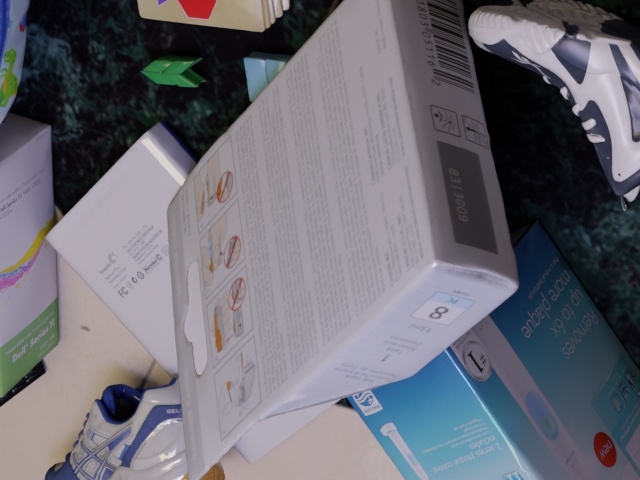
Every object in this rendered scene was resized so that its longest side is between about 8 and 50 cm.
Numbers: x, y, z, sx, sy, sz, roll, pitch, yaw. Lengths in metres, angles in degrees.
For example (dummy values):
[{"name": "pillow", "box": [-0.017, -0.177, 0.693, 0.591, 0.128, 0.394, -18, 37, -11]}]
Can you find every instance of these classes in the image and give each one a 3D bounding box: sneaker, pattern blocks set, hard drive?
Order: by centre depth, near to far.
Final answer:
[{"name": "sneaker", "box": [0.224, -0.103, 1.348, 0.235, 0.094, 0.153, 13, 115, 13]}, {"name": "pattern blocks set", "box": [-0.108, -0.279, 1.489, 0.285, 0.026, 0.325, 18, 125, 22]}, {"name": "hard drive", "box": [-0.113, 0.058, 1.686, 0.319, 0.040, 0.210, 48, 131, -2]}, {"name": "sneaker", "box": [-0.210, 0.219, 1.809, 0.296, 0.112, 0.131, -19, 87, 47]}]

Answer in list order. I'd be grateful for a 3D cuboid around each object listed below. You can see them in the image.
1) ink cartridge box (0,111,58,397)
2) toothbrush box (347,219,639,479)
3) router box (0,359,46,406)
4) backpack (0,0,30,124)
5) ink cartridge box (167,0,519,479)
[{"name": "ink cartridge box", "box": [-0.389, -0.035, 1.747, 0.207, 0.119, 0.353, 19, 126, 20]}, {"name": "toothbrush box", "box": [0.185, 0.169, 1.458, 0.126, 0.216, 0.295, -27, 101, 39]}, {"name": "router box", "box": [-0.377, 0.158, 1.855, 0.092, 0.122, 0.038, -7, 109, 33]}, {"name": "backpack", "box": [-0.393, -0.244, 1.494, 0.290, 0.273, 0.355, 4, 111, 21]}, {"name": "ink cartridge box", "box": [0.000, 0.000, 1.427, 0.091, 0.308, 0.385, 14, 141, -29]}]
